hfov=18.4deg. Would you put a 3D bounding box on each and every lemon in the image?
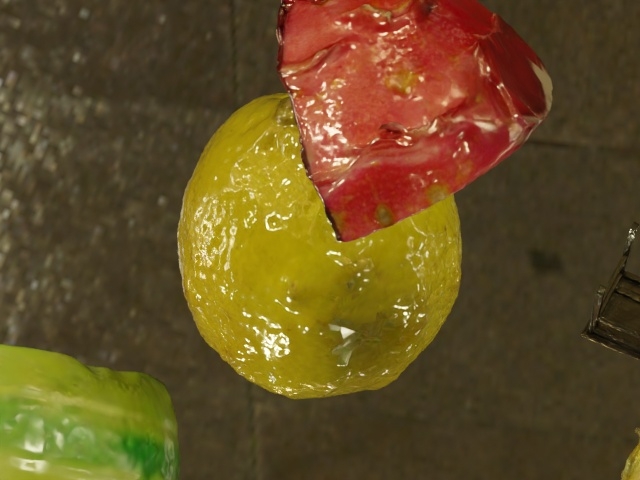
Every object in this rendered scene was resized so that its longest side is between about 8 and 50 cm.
[{"bbox_3d":[0.000,0.000,1.809,0.268,0.268,0.322,11,137,2],"label":"lemon"}]

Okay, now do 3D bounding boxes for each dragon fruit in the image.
[{"bbox_3d":[0.071,-0.117,1.401,0.189,0.262,0.163,6,115,12],"label":"dragon fruit"}]

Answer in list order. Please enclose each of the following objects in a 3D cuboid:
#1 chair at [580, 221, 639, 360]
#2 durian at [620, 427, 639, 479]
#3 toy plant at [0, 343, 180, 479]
[{"bbox_3d":[0.324,0.085,2.039,0.084,0.101,0.212,24,150,13],"label":"chair"},{"bbox_3d":[0.174,0.088,0.674,0.140,0.224,0.078,-11,121,33],"label":"durian"},{"bbox_3d":[-0.181,0.220,1.067,0.184,0.316,0.224,8,167,-4],"label":"toy plant"}]
